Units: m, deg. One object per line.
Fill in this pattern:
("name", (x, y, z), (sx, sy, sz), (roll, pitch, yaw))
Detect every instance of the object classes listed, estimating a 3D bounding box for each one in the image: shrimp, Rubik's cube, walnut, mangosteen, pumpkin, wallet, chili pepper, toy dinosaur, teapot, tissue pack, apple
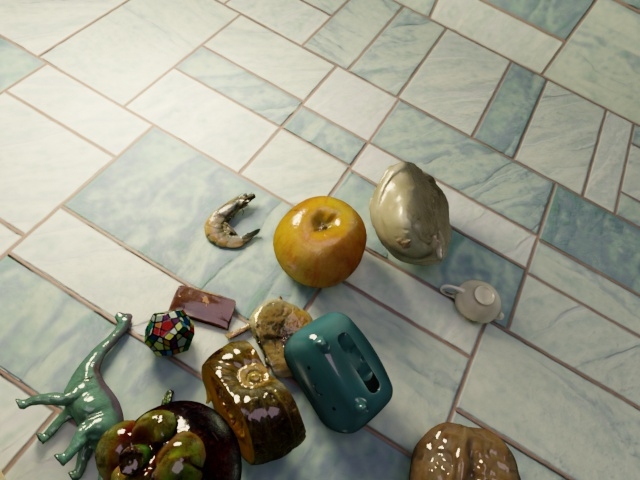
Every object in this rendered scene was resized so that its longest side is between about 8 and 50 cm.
("shrimp", (-0.264, -0.062, 1.486), (0.150, 0.051, 0.217), (40, 67, 8))
("Rubik's cube", (-0.399, 0.243, 1.232), (0.111, 0.133, 0.133), (-35, 70, 0))
("walnut", (0.344, 0.584, 1.126), (0.272, 0.227, 0.274), (6, 55, -8))
("mangosteen", (-0.317, 0.497, 0.987), (0.299, 0.300, 0.301), (6, 59, -9))
("pumpkin", (-0.168, 0.399, 1.127), (0.139, 0.222, 0.317), (-22, 38, -33))
("wallet", (-0.335, 0.191, 1.329), (0.175, 0.026, 0.095), (15, 63, -2))
("chili pepper", (-0.372, 0.437, 1.172), (0.055, 0.035, 0.118), (-20, 56, -36))
("toy dinosaur", (-0.506, 0.390, 1.140), (0.383, 0.129, 0.330), (43, 51, 13))
("teapot", (0.493, 0.187, 1.481), (0.226, 0.092, 0.145), (24, 57, 6))
("tissue pack", (0.050, 0.334, 1.195), (0.198, 0.206, 0.288), (-26, 81, -33))
("apple", (0.000, 0.000, 1.395), (0.285, 0.233, 0.286), (5, 60, -9))

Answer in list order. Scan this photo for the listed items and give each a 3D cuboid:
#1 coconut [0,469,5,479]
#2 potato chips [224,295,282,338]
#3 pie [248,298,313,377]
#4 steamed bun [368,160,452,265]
("coconut", (-0.770, 0.523, 0.837), (0.345, 0.360, 0.347), (4, 60, -7))
("potato chips", (-0.184, 0.227, 1.341), (0.203, 0.026, 0.037), (-34, 70, -26))
("pie", (-0.097, 0.266, 1.309), (0.185, 0.052, 0.218), (-23, 76, -33))
("steamed bun", (0.270, -0.071, 1.501), (0.309, 0.219, 0.325), (28, 53, -41))
